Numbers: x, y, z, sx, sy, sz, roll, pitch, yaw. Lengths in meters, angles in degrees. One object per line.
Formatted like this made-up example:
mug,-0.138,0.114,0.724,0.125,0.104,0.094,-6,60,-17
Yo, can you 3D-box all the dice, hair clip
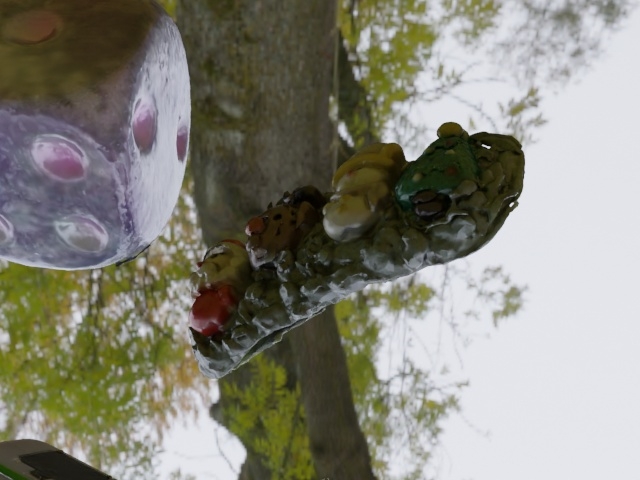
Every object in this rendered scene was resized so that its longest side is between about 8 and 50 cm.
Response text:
dice,-0.315,-0.145,1.230,0.270,0.271,0.270,6,-134,7
hair clip,0.000,-0.002,0.777,0.091,0.321,0.138,46,-145,-18

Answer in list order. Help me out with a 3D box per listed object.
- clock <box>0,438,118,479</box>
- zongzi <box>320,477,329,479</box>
clock,-0.395,0.464,1.415,0.235,0.309,0.166,21,-176,23
zongzi,-0.109,0.360,1.161,0.290,0.317,0.154,8,-153,18
